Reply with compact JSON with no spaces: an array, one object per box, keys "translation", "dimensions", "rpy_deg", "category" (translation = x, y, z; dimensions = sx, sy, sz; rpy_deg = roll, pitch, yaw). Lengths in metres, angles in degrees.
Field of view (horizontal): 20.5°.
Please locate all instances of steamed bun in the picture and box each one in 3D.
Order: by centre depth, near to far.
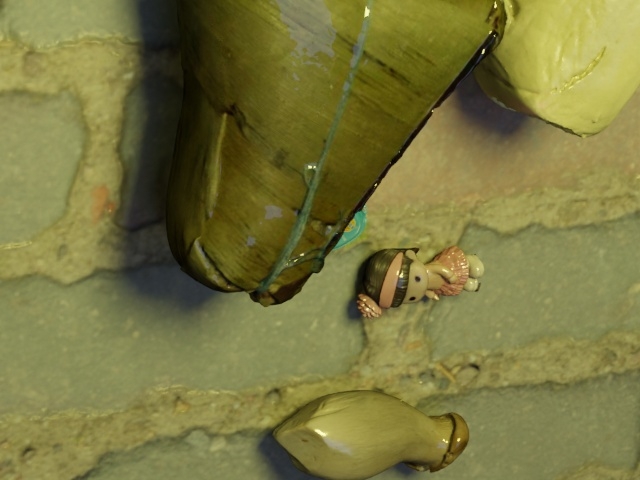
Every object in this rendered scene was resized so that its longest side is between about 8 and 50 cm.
[{"translation":[0.223,-0.219,1.586],"dimensions":[0.152,0.170,0.239],"rpy_deg":[18,104,-26],"category":"steamed bun"}]

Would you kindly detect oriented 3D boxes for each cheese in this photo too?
[{"translation":[0.000,0.000,1.698],"dimensions":[0.111,0.017,0.047],"rpy_deg":[-37,124,-2],"category":"cheese"}]

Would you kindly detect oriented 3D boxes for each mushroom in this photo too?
[{"translation":[0.050,0.202,1.796],"dimensions":[0.212,0.088,0.097],"rpy_deg":[5,125,-35],"category":"mushroom"}]

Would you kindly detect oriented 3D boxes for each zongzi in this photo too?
[{"translation":[-0.084,-0.148,1.469],"dimensions":[0.393,0.174,0.356],"rpy_deg":[27,102,-35],"category":"zongzi"}]

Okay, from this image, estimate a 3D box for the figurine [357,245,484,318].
[{"translation":[0.096,0.038,1.749],"dimensions":[0.129,0.054,0.072],"rpy_deg":[-7,136,-31],"category":"figurine"}]
